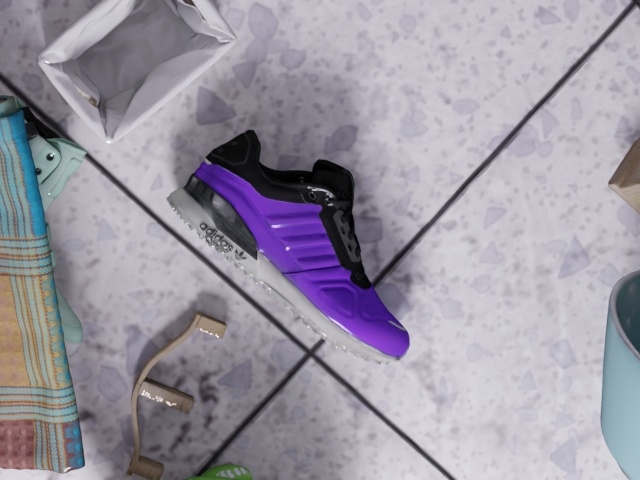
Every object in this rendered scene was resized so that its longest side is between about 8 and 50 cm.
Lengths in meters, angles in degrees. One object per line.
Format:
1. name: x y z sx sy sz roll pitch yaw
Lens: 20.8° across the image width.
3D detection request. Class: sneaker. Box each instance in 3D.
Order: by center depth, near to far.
1. sneaker: -0.275 -0.015 1.723 0.151 0.094 0.256 -32 101 6
2. sneaker: 0.000 0.000 1.764 0.293 0.102 0.146 39 93 -13

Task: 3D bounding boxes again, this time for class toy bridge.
1. toy bridge: -0.162 0.160 1.811 0.063 0.026 0.188 23 97 -10

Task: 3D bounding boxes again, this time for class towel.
1. towel: -0.373 0.047 1.688 0.271 0.040 0.370 -2 105 24

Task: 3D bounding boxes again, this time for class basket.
1. basket: -0.179 -0.190 1.702 0.167 0.103 0.113 -38 104 1

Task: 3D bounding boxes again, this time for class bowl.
1. bowl: 0.411 0.178 1.782 0.311 0.311 0.163 14 119 -10

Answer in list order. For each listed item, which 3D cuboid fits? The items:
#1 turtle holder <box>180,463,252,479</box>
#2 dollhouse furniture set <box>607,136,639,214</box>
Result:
1. turtle holder: -0.108 0.349 1.748 0.243 0.227 0.320 -25 106 -2
2. dollhouse furniture set: 0.515 -0.167 1.780 0.362 0.256 0.394 40 71 -14
